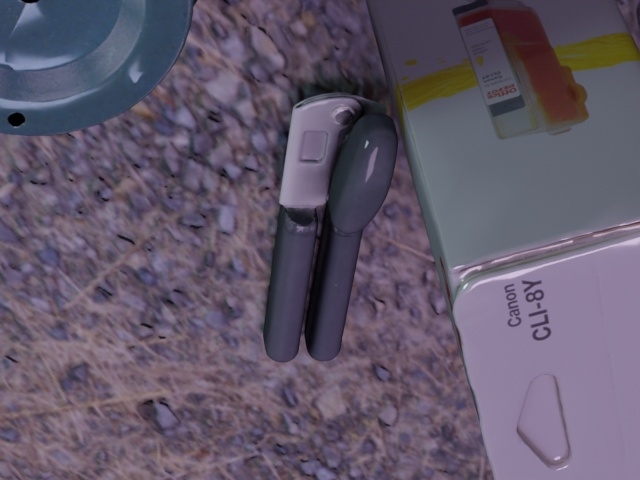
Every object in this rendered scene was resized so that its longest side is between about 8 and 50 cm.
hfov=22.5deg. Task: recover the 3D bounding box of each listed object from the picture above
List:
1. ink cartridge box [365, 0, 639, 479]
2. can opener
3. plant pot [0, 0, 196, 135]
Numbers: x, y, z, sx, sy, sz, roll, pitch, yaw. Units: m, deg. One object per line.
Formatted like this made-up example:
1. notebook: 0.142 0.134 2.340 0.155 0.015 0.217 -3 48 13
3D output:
1. ink cartridge box: 0.150 -0.022 1.088 0.160 0.385 0.279 -15 131 4
2. can opener: 0.000 0.000 1.287 0.074 0.093 0.280 1 135 -11
3. plant pot: -0.175 -0.207 0.968 0.271 0.255 0.272 -4 131 -4
